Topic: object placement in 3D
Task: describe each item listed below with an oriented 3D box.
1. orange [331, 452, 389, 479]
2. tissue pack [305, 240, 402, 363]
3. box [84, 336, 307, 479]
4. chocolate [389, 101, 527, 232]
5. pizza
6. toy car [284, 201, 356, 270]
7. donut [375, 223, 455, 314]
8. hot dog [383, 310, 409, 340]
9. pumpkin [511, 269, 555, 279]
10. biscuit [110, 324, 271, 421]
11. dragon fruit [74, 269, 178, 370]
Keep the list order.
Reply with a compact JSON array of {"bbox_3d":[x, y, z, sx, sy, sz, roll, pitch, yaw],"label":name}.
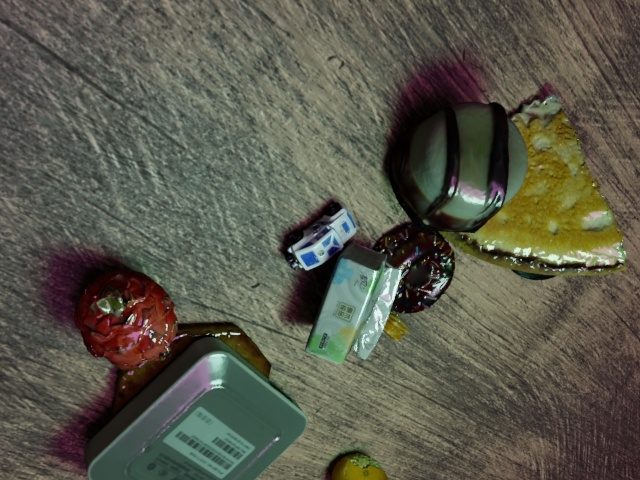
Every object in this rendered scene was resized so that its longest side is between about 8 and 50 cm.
[{"bbox_3d":[0.104,0.650,1.703,0.157,0.156,0.134,-1,136,-30],"label":"orange"},{"bbox_3d":[0.079,0.142,1.382,0.145,0.159,0.229,22,105,7],"label":"tissue pack"},{"bbox_3d":[-0.252,0.426,1.354,0.373,0.090,0.367,-44,127,-3],"label":"box"},{"bbox_3d":[0.296,-0.151,1.301,0.284,0.186,0.283,0,90,-13],"label":"chocolate"},{"bbox_3d":[0.441,-0.079,1.450,0.392,0.434,0.080,-20,165,1],"label":"pizza"},{"bbox_3d":[0.000,0.000,1.341,0.171,0.070,0.080,-38,128,-9],"label":"toy car"},{"bbox_3d":[0.221,0.077,1.501,0.235,0.089,0.235,-15,123,-24],"label":"donut"},{"bbox_3d":[0.177,0.206,1.578,0.056,0.041,0.133,-41,134,5],"label":"hot dog"},{"bbox_3d":[0.580,-0.007,1.566,0.248,0.248,0.248,-14,121,-24],"label":"pumpkin"},{"bbox_3d":[-0.274,0.331,1.373,0.359,0.046,0.359,-14,122,-24],"label":"biscuit"},{"bbox_3d":[-0.353,0.142,1.152,0.172,0.172,0.209,-30,135,-14],"label":"dragon fruit"}]
